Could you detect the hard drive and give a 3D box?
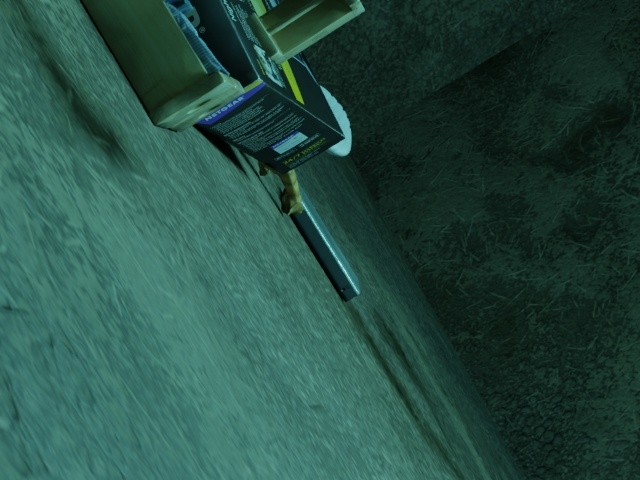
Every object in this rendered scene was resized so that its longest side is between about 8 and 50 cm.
[{"bbox_3d":[0.000,0.000,2.247,0.135,0.022,0.094,58,4,-9],"label":"hard drive"}]

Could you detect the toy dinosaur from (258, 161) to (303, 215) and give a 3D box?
[{"bbox_3d":[-0.061,-0.115,2.072,0.211,0.064,0.112,55,7,-42],"label":"toy dinosaur"}]

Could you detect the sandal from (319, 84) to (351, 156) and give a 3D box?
[{"bbox_3d":[-0.065,-0.167,2.297,0.265,0.076,0.102,42,37,-37],"label":"sandal"}]

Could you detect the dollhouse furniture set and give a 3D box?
[{"bbox_3d":[-0.076,-0.189,1.592,0.129,0.183,0.129,59,4,2],"label":"dollhouse furniture set"}]

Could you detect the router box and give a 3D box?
[{"bbox_3d":[-0.108,-0.233,1.925,0.309,0.081,0.243,64,13,18],"label":"router box"}]
